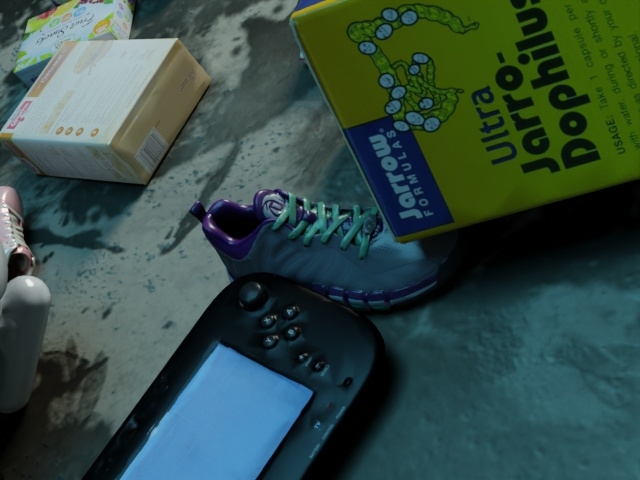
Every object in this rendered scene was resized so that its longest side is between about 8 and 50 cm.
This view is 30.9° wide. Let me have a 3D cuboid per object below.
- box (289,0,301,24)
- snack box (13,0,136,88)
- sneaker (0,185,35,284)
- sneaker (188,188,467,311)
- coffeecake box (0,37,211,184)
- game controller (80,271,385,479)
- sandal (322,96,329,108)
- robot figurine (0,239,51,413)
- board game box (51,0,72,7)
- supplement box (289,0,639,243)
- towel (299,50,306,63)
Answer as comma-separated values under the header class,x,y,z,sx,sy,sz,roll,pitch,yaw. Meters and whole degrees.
class,x,y,z,sx,sy,sz,roll,pitch,yaw
box,0.032,-0.261,1.134,0.094,0.027,0.137,-4,54,35
snack box,-0.291,-0.245,1.380,0.141,0.037,0.100,-19,47,22
sneaker,-0.312,0.001,1.172,0.070,0.051,0.134,-8,53,28
sneaker,0.000,0.000,0.912,0.223,0.098,0.083,-6,51,32
coffeecake box,-0.229,-0.138,1.219,0.185,0.068,0.142,7,59,39
game controller,-0.085,0.169,0.849,0.166,0.067,0.319,19,67,44
sandal,0.116,-0.189,0.995,0.265,0.102,0.076,-22,45,22
robot figurine,-0.372,0.089,0.951,0.200,0.299,0.354,37,118,45
board game box,-0.205,-0.444,1.490,0.208,0.056,0.347,-2,53,29
supplement box,0.191,-0.165,0.812,0.356,0.195,0.194,-16,28,23
towel,0.076,-0.240,1.126,0.197,0.029,0.144,-7,51,34
